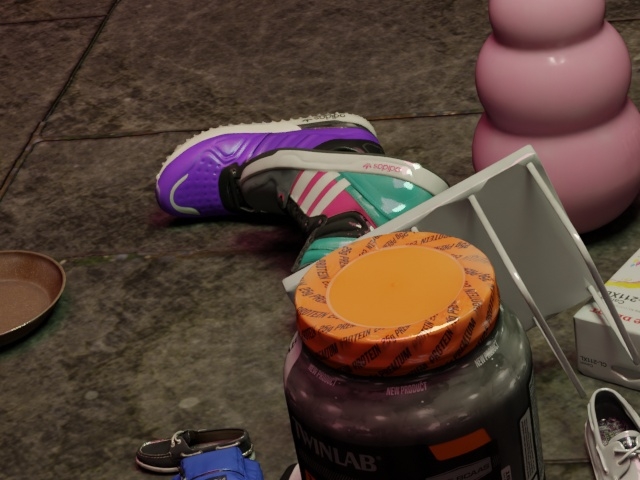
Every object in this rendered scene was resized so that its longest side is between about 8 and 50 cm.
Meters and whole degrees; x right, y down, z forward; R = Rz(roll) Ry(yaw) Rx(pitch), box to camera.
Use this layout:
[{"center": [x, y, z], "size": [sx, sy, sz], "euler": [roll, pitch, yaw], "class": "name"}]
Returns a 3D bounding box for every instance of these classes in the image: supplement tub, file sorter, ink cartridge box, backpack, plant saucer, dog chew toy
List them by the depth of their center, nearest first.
[{"center": [0.084, 0.176, 1.486], "size": [0.207, 0.338, 0.207], "euler": [-8, 30, 5], "class": "supplement tub"}, {"center": [-0.093, 0.260, 1.636], "size": [0.098, 0.101, 0.120], "euler": [-17, 35, 1], "class": "backpack"}, {"center": [0.143, 0.084, 1.702], "size": [0.277, 0.193, 0.173], "euler": [-29, 35, 3], "class": "file sorter"}, {"center": [0.360, 0.077, 1.828], "size": [0.127, 0.072, 0.175], "euler": [14, 38, 35], "class": "ink cartridge box"}, {"center": [0.268, -0.173, 2.019], "size": [0.206, 0.332, 0.206], "euler": [-7, 30, 4], "class": "dog chew toy"}, {"center": [-0.395, 0.078, 2.090], "size": [0.198, 0.036, 0.198], "euler": [-8, 30, 5], "class": "plant saucer"}]

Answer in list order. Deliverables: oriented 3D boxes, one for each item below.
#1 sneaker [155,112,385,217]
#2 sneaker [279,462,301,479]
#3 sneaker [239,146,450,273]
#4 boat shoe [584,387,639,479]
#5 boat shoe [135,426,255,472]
[{"center": [-0.057, -0.078, 2.184], "size": [0.293, 0.102, 0.146], "euler": [-14, 32, -7], "class": "sneaker"}, {"center": [-0.080, 0.285, 1.540], "size": [0.121, 0.079, 0.217], "euler": [7, 61, 22], "class": "sneaker"}, {"center": [0.000, 0.000, 1.997], "size": [0.295, 0.124, 0.178], "euler": [3, 65, 45], "class": "sneaker"}, {"center": [0.288, 0.204, 1.647], "size": [0.066, 0.063, 0.184], "euler": [-8, 30, 3], "class": "boat shoe"}, {"center": [-0.129, 0.209, 1.788], "size": [0.125, 0.038, 0.046], "euler": [0, 32, 16], "class": "boat shoe"}]
